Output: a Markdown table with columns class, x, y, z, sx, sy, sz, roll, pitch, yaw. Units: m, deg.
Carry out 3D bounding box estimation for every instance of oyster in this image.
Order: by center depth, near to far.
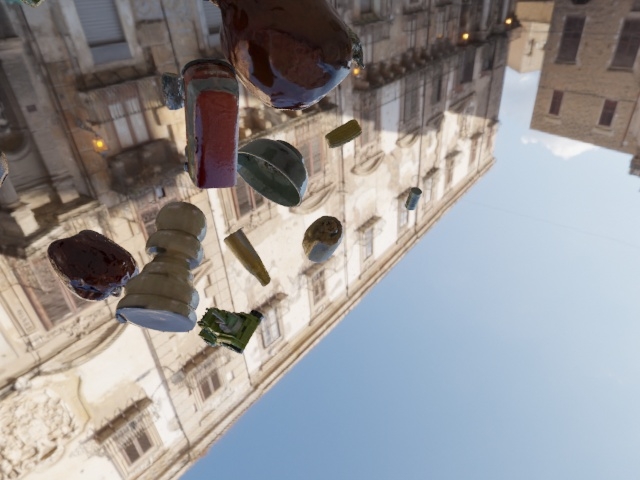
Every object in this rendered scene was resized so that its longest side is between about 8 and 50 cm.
| class | x | y | z | sx | sy | sz | roll | pitch | yaw |
| --- | --- | --- | --- | --- | --- | --- | --- | --- | --- |
| oyster | 0.098 | -0.666 | 1.440 | 0.064 | 0.177 | 0.125 | -35 | -151 | 1 |

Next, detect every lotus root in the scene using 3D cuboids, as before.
| class | x | y | z | sx | sy | sz | roll | pitch | yaw |
| --- | --- | --- | --- | --- | --- | --- | --- | --- | --- |
| lotus root | 0.000 | 0.000 | 1.807 | 0.146 | 0.284 | 0.159 | 14 | -119 | -12 |

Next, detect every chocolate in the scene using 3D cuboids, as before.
| class | x | y | z | sx | sy | sz | roll | pitch | yaw |
| --- | --- | --- | --- | --- | --- | --- | --- | --- | --- |
| chocolate | -0.248 | 0.065 | 1.472 | 0.086 | 0.219 | 0.085 | -33 | -174 | 4 |

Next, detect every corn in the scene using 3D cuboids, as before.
| class | x | y | z | sx | sy | sz | roll | pitch | yaw |
| --- | --- | --- | --- | --- | --- | --- | --- | --- | --- |
| corn | 0.099 | -0.464 | 1.855 | 0.166 | 0.085 | 0.063 | -27 | -161 | -8 |

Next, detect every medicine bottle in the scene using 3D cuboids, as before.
| class | x | y | z | sx | sy | sz | roll | pitch | yaw |
| --- | --- | --- | --- | --- | --- | --- | --- | --- | --- |
| medicine bottle | 0.356 | -0.159 | 1.627 | 0.047 | 0.083 | 0.047 | 7 | -135 | -7 |

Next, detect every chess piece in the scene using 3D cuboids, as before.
| class | x | y | z | sx | sy | sz | roll | pitch | yaw |
| --- | --- | --- | --- | --- | --- | --- | --- | --- | --- |
| chess piece | -0.292 | 0.038 | 0.832 | 0.143 | 0.142 | 0.260 | 1 | -119 | 7 |

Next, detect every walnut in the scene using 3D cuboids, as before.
| class | x | y | z | sx | sy | sz | roll | pitch | yaw |
| --- | --- | --- | --- | --- | --- | --- | --- | --- | --- |
| walnut | -0.783 | 0.083 | 1.475 | 0.222 | 0.269 | 0.244 | -42 | -173 | -21 |

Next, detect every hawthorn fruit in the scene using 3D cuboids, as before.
| class | x | y | z | sx | sy | sz | roll | pitch | yaw |
| --- | --- | --- | --- | --- | --- | --- | --- | --- | --- |
| hawthorn fruit | -0.086 | -0.479 | 1.021 | 0.309 | 0.324 | 0.308 | -13 | -132 | 14 |

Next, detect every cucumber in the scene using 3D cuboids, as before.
| class | x | y | z | sx | sy | sz | roll | pitch | yaw |
| --- | --- | --- | --- | --- | --- | --- | --- | --- | --- |
| cucumber | -0.462 | -0.468 | 1.328 | 0.064 | 0.111 | 0.064 | 0 | -141 | 0 |

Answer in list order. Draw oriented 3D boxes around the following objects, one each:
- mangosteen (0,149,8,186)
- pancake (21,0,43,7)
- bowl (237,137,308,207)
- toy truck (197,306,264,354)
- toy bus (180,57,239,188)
| class | x | y | z | sx | sy | sz | roll | pitch | yaw |
| --- | --- | --- | --- | --- | --- | --- | --- | --- | --- |
| mangosteen | -1.024 | -0.228 | 1.227 | 0.194 | 0.194 | 0.231 | -30 | -125 | -35 |
| pancake | -0.565 | -0.593 | 0.675 | 0.067 | 0.426 | 0.304 | -9 | -154 | 30 |
| bowl | -0.150 | -0.258 | 1.484 | 0.290 | 0.289 | 0.146 | 20 | -114 | 32 |
| toy truck | -0.299 | 0.250 | 1.296 | 0.260 | 0.135 | 0.128 | -11 | -136 | 53 |
| toy bus | -0.227 | -0.234 | 0.898 | 0.122 | 0.264 | 0.119 | -6 | -137 | -20 |
